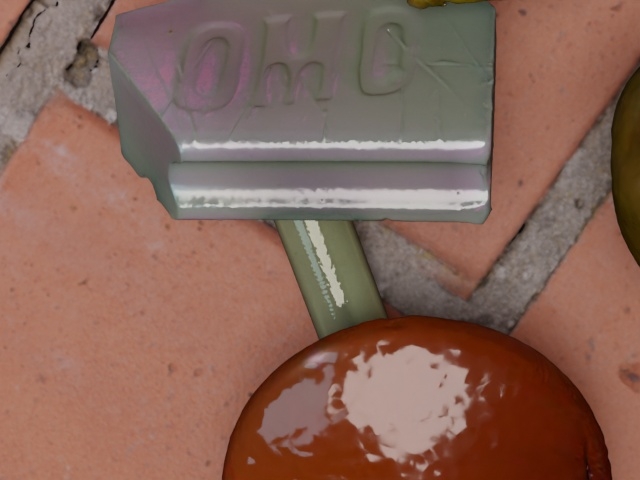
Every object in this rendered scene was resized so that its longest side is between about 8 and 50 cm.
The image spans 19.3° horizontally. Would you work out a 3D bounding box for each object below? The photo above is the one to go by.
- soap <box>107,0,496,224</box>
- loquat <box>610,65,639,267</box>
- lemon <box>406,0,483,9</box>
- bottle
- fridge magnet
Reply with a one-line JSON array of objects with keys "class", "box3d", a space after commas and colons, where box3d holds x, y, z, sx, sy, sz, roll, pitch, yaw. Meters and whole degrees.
[{"class": "soap", "box3d": [-0.016, -0.124, 1.692, 0.347, 0.208, 0.115, 1, 139, 7]}, {"class": "loquat", "box3d": [0.375, -0.047, 1.626, 0.276, 0.276, 0.284, -48, 134, 12]}, {"class": "lemon", "box3d": [0.152, -0.349, 1.614, 0.268, 0.268, 0.322, 38, 102, -1]}, {"class": "bottle", "box3d": [0.000, 0.000, 1.785, 0.072, 0.072, 0.201, -20, 97, 9]}, {"class": "fridge magnet", "box3d": [0.089, 0.231, 1.755, 0.364, 0.155, 0.363, 1, 113, 2]}]
